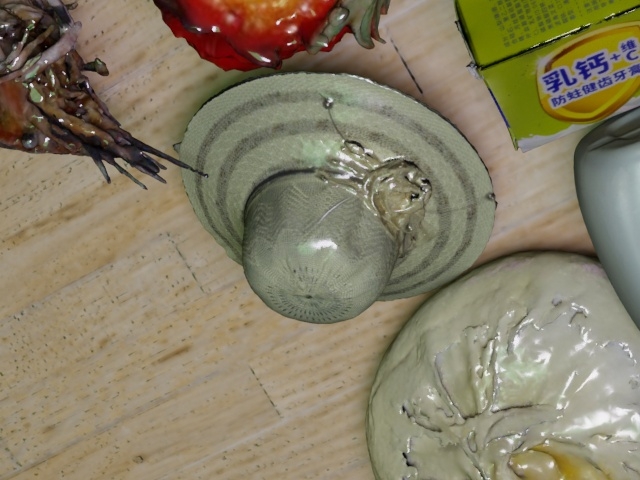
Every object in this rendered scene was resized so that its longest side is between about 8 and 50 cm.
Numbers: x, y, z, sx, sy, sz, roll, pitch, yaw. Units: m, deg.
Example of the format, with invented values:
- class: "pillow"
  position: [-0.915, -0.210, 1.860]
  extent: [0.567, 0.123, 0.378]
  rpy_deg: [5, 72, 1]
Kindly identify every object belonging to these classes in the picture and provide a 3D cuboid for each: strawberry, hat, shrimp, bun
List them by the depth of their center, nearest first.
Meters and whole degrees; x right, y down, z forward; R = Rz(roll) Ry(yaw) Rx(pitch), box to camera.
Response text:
- class: "strawberry"
  position: [-0.049, -0.246, 1.220]
  extent: [0.280, 0.150, 0.253]
  rpy_deg: [11, 91, 14]
- class: "hat"
  position: [0.000, 0.000, 1.253]
  extent: [0.252, 0.110, 0.252]
  rpy_deg: [8, 138, 7]
- class: "shrimp"
  position: [-0.225, -0.133, 1.289]
  extent: [0.343, 0.116, 0.145]
  rpy_deg: [34, 101, 27]
- class: "bun"
  position: [0.165, 0.155, 1.299]
  extent: [0.287, 0.146, 0.287]
  rpy_deg: [6, 112, 15]

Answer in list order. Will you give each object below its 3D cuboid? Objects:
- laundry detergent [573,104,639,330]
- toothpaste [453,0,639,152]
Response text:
- class: "laundry detergent"
  position: [0.361, 0.062, 1.203]
  extent: [0.264, 0.125, 0.398]
  rpy_deg: [-27, 104, -9]
- class: "toothpaste"
  position: [0.258, -0.173, 1.141]
  extent: [0.327, 0.077, 0.110]
  rpy_deg: [-22, 146, 12]
